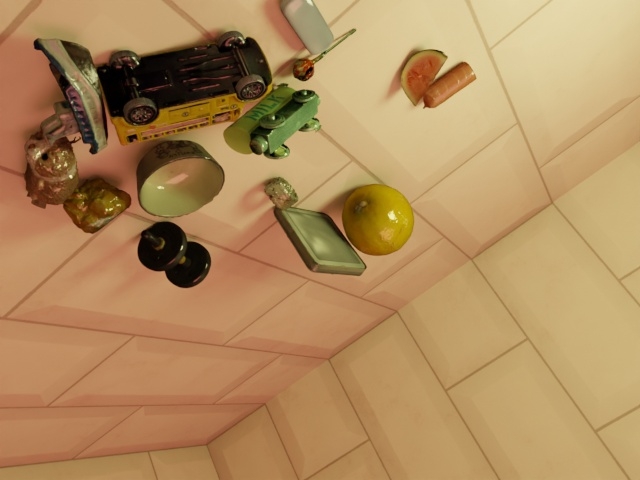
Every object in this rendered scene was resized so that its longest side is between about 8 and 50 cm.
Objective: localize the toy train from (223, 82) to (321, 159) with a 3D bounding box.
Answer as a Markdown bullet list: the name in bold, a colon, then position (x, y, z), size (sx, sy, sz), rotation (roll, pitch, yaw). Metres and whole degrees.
- **toy train**: position (-0.108, -0.276, 1.289), size (0.253, 0.157, 0.105), rotation (-50, 146, -39)

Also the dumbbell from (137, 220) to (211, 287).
- **dumbbell**: position (-0.412, 0.043, 1.609), size (0.143, 0.143, 0.325), rotation (-31, 152, 3)

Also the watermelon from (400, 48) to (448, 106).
- **watermelon**: position (0.274, -0.455, 1.518), size (0.069, 0.087, 0.163), rotation (-47, 173, -47)

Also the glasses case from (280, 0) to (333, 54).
- **glasses case**: position (-0.026, -0.469, 1.223), size (0.067, 0.045, 0.178), rotation (-35, 153, 10)

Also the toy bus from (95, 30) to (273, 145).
- **toy bus**: position (-0.270, -0.308, 1.159), size (0.331, 0.145, 0.151), rotation (-17, 158, -17)

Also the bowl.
- **bowl**: position (-0.348, -0.163, 1.358), size (0.211, 0.112, 0.211), rotation (-23, 153, -13)

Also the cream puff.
- **cream puff**: position (-0.527, -0.087, 1.323), size (0.146, 0.116, 0.146), rotation (-38, -166, 11)

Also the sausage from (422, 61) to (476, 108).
- **sausage**: position (0.362, -0.441, 1.632), size (0.169, 0.065, 0.065), rotation (-35, 152, 11)

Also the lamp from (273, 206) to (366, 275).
- **lamp**: position (0.000, 0.000, 1.798), size (0.269, 0.266, 0.047), rotation (9, 131, -50)

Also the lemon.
- **lemon**: position (0.181, -0.075, 1.879), size (0.240, 0.240, 0.219), rotation (-38, 148, 16)

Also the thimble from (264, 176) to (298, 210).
- **thimble**: position (-0.115, -0.137, 1.652), size (0.062, 0.084, 0.110), rotation (-36, 154, 12)

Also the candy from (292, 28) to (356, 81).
- **candy**: position (0.010, -0.440, 1.325), size (0.185, 0.049, 0.055), rotation (-38, -176, -1)

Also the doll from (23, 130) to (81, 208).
- **doll**: position (-0.572, -0.134, 1.196), size (0.115, 0.105, 0.221), rotation (-13, 147, -42)

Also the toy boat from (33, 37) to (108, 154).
- **toy boat**: position (-0.476, -0.260, 1.062), size (0.115, 0.114, 0.262), rotation (-20, 144, -26)
